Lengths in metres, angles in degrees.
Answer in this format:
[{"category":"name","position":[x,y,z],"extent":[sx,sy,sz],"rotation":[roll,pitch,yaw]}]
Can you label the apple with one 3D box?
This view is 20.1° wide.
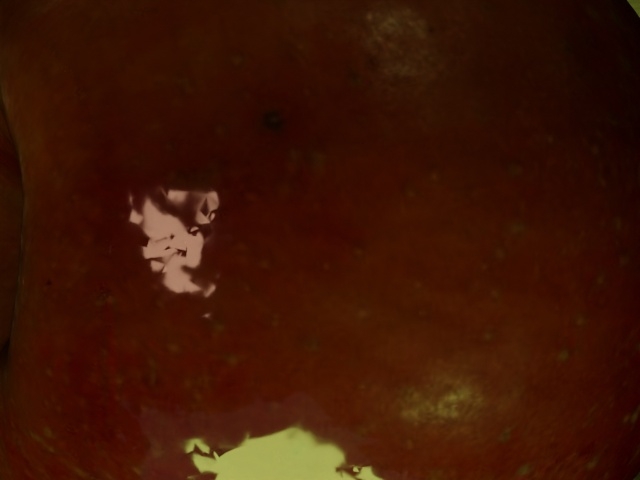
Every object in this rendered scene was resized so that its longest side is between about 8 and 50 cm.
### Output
[{"category":"apple","position":[0.000,0.000,0.526],"extent":[0.201,0.218,0.218],"rotation":[-3,169,-20]}]
